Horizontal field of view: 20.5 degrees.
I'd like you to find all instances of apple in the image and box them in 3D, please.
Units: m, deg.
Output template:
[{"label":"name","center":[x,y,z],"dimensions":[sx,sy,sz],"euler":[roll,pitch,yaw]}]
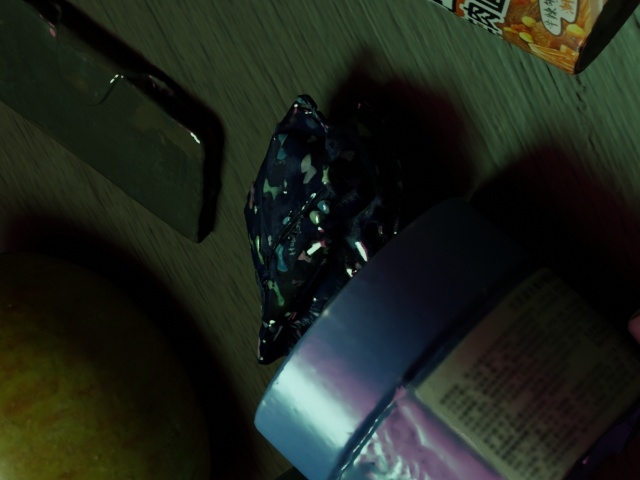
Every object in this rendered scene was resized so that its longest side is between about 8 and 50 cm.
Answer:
[{"label":"apple","center":[-0.318,0.223,1.894],"dimensions":[0.400,0.333,0.400],"euler":[31,142,27]}]

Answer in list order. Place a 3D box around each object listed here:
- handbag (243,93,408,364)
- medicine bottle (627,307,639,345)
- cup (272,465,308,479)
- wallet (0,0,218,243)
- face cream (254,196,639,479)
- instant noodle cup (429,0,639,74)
[{"label":"handbag","center":[0.000,0.000,1.475],"dimensions":[0.260,0.113,0.162],"euler":[116,155,-53]},{"label":"medicine bottle","center":[0.273,0.081,1.314],"dimensions":[0.089,0.052,0.052],"euler":[51,146,1]},{"label":"cup","center":[-0.007,0.317,1.606],"dimensions":[0.256,0.311,0.331],"euler":[21,114,23]},{"label":"wallet","center":[-0.220,-0.130,1.711],"dimensions":[0.309,0.042,0.165],"euler":[37,146,20]},{"label":"face cream","center":[0.110,0.127,1.372],"dimensions":[0.225,0.249,0.249],"euler":[41,145,14]},{"label":"instant noodle cup","center":[0.126,-0.231,1.044],"dimensions":[0.192,0.250,0.250],"euler":[35,144,10]}]
